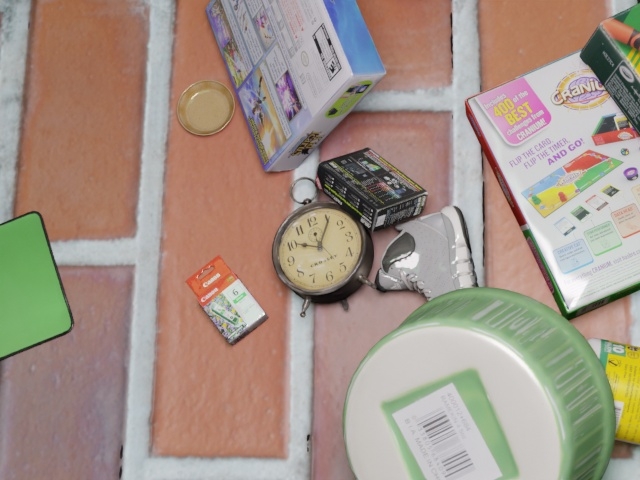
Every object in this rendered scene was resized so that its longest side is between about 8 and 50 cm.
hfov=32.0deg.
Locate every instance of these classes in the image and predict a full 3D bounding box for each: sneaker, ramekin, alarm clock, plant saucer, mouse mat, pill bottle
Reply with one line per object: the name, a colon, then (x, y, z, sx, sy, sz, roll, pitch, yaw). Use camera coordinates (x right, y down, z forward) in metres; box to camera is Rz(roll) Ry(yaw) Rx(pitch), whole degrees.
sneaker: (0.139, 0.073, 1.439, 0.132, 0.086, 0.229, -12, 64, 10)
ramekin: (0.174, 0.213, 1.291, 0.303, 0.148, 0.304, 3, 97, 27)
alarm clock: (0.000, 0.000, 1.479, 0.129, 0.064, 0.192, -21, 68, 10)
plant saucer: (-0.160, -0.186, 1.579, 0.083, 0.015, 0.083, -2, 75, 9)
mouse mat: (-0.436, 0.066, 1.558, 0.152, 0.007, 0.190, -21, 74, 2)
pill bottle: (0.413, 0.193, 1.340, 0.208, 0.117, 0.118, 11, 77, 12)

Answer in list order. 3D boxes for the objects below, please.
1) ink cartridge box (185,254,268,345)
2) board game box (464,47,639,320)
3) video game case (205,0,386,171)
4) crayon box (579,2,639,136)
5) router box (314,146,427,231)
ink cartridge box: (-0.129, 0.077, 1.497, 0.063, 0.029, 0.115, -38, 74, -2)
board game box: (0.361, -0.088, 1.450, 0.242, 0.064, 0.317, -23, 73, 2)
video game case: (-0.041, -0.266, 1.476, 0.061, 0.244, 0.270, -8, 69, -35)
crayon box: (0.520, -0.242, 1.419, 0.318, 0.081, 0.202, -28, 75, -17)
router box: (0.065, -0.068, 1.462, 0.092, 0.038, 0.122, -21, 47, -35)
